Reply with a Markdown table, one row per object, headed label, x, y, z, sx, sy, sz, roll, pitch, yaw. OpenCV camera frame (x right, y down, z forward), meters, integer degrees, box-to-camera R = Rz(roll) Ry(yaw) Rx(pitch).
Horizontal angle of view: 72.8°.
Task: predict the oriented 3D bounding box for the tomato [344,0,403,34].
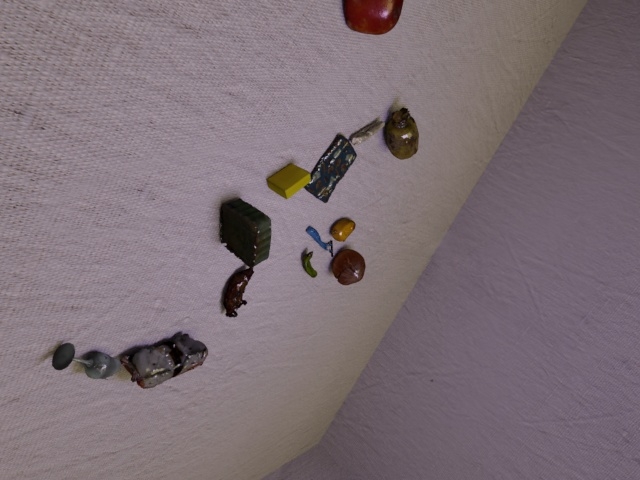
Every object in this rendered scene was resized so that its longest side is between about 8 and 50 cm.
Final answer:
| label | x | y | z | sx | sy | sz | roll | pitch | yaw |
| --- | --- | --- | --- | --- | --- | --- | --- | --- | --- |
| tomato | 0.189 | -0.736 | 1.349 | 0.233 | 0.139 | 0.200 | -29 | 148 | -39 |

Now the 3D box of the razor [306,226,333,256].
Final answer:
| label | x | y | z | sx | sy | sz | roll | pitch | yaw |
| --- | --- | --- | --- | --- | --- | --- | --- | --- | --- |
| razor | 0.000 | 0.000 | 1.936 | 0.253 | 0.042 | 0.082 | 43 | 41 | -60 |

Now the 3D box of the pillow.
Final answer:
| label | x | y | z | sx | sy | sz | roll | pitch | yaw |
| --- | --- | --- | --- | --- | --- | --- | --- | --- | --- |
| pillow | 0.045 | -0.281 | 1.724 | 0.255 | 0.034 | 0.189 | -54 | 149 | 2 |

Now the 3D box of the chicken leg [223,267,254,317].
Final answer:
| label | x | y | z | sx | sy | sz | roll | pitch | yaw |
| --- | --- | --- | --- | --- | --- | --- | --- | --- | --- |
| chicken leg | -0.315 | 0.196 | 1.654 | 0.105 | 0.063 | 0.234 | -21 | 136 | -52 |

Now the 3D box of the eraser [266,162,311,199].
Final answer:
| label | x | y | z | sx | sy | sz | roll | pitch | yaw |
| --- | --- | --- | --- | --- | --- | --- | --- | --- | --- |
| eraser | -0.108 | -0.208 | 1.504 | 0.122 | 0.097 | 0.045 | -40 | 145 | -25 |

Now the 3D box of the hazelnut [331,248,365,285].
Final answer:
| label | x | y | z | sx | sy | sz | roll | pitch | yaw |
| --- | --- | --- | --- | --- | --- | --- | --- | --- | --- |
| hazelnut | 0.149 | 0.138 | 2.163 | 0.182 | 0.182 | 0.182 | -36 | 146 | -30 |

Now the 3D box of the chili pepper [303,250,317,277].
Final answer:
| label | x | y | z | sx | sy | sz | roll | pitch | yaw |
| --- | --- | --- | --- | --- | --- | --- | --- | --- | --- |
| chili pepper | -0.051 | 0.110 | 1.967 | 0.052 | 0.050 | 0.202 | -59 | 158 | -27 |

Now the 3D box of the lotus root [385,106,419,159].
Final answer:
| label | x | y | z | sx | sy | sz | roll | pitch | yaw |
| --- | --- | --- | --- | --- | --- | --- | --- | --- | --- |
| lotus root | 0.348 | -0.463 | 1.869 | 0.154 | 0.154 | 0.278 | -49 | 151 | -11 |

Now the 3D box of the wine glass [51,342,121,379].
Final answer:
| label | x | y | z | sx | sy | sz | roll | pitch | yaw |
| --- | --- | --- | --- | --- | --- | --- | --- | --- | --- |
| wine glass | -0.679 | 0.360 | 1.274 | 0.079 | 0.079 | 0.195 | -50 | 149 | -9 |

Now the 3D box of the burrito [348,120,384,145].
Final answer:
| label | x | y | z | sx | sy | sz | roll | pitch | yaw |
| --- | --- | --- | --- | --- | --- | --- | --- | --- | --- |
| burrito | 0.189 | -0.435 | 1.755 | 0.185 | 0.045 | 0.041 | -39 | -177 | -29 |

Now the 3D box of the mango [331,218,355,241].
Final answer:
| label | x | y | z | sx | sy | sz | roll | pitch | yaw |
| --- | --- | --- | --- | --- | --- | --- | --- | --- | --- |
| mango | 0.109 | -0.052 | 2.021 | 0.187 | 0.066 | 0.101 | -25 | 131 | -50 |

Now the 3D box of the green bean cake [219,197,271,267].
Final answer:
| label | x | y | z | sx | sy | sz | roll | pitch | yaw |
| --- | --- | --- | --- | --- | --- | --- | --- | --- | --- |
| green bean cake | -0.239 | -0.027 | 1.414 | 0.094 | 0.181 | 0.173 | -28 | 139 | -41 |

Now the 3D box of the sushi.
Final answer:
| label | x | y | z | sx | sy | sz | roll | pitch | yaw |
| --- | --- | --- | --- | --- | --- | --- | --- | --- | --- |
| sushi | -0.530 | 0.413 | 1.504 | 0.332 | 0.124 | 0.130 | -14 | 142 | -51 |
